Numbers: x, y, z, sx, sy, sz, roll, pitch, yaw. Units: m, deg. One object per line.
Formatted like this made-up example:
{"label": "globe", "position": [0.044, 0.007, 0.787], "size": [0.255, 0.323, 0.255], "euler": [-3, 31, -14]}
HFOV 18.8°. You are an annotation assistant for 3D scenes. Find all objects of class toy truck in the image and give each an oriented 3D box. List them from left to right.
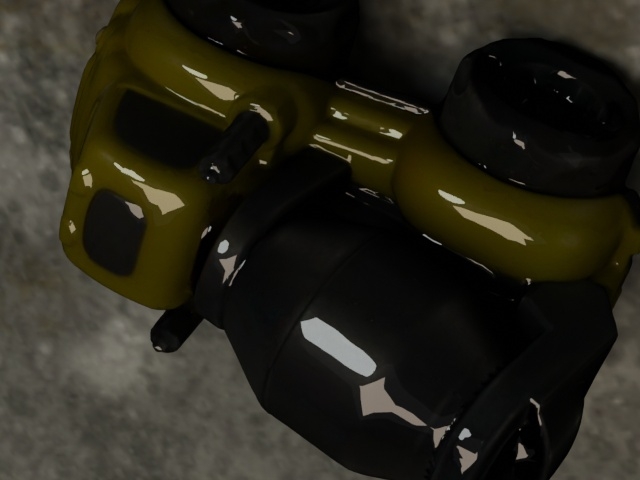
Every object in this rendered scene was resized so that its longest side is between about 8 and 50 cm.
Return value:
{"label": "toy truck", "position": [0.000, 0.000, 0.694], "size": [0.224, 0.165, 0.147], "euler": [27, 128, 8]}
